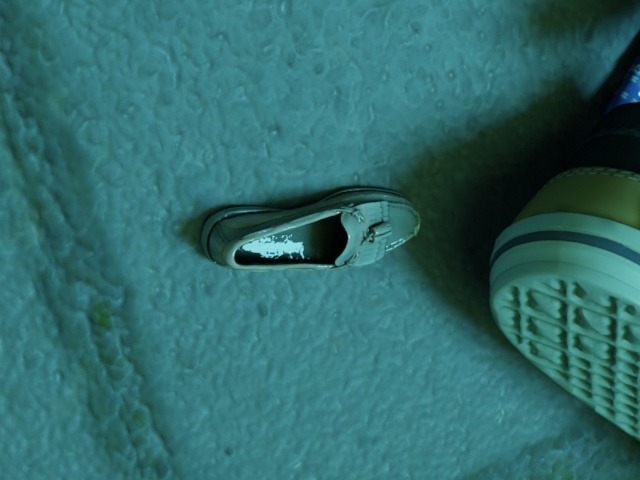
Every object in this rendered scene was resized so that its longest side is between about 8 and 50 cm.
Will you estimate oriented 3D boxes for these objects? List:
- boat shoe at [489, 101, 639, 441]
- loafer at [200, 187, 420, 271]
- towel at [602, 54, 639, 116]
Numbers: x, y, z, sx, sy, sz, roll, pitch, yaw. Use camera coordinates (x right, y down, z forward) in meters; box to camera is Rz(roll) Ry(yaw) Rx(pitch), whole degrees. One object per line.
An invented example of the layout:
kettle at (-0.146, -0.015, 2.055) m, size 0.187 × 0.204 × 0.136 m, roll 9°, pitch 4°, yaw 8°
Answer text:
boat shoe at (0.311, 0.100, 0.747) m, size 0.500 × 0.187 × 0.156 m, roll 38°, pitch 61°, yaw -19°
loafer at (0.000, 0.000, 0.675) m, size 0.125 × 0.039 × 0.045 m, roll -7°, pitch 110°, yaw -20°
towel at (0.350, -0.146, 0.769) m, size 0.243 × 0.040 × 0.336 m, roll 35°, pitch 93°, yaw -28°
